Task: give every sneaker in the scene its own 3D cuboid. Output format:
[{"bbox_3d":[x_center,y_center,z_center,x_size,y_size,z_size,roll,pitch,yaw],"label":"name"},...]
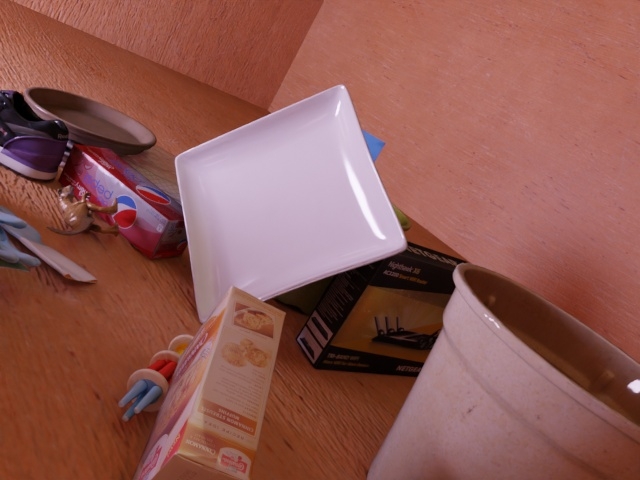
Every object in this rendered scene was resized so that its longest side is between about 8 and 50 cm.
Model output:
[{"bbox_3d":[-0.588,-0.226,0.926,0.283,0.124,0.107,27,16,-13],"label":"sneaker"}]

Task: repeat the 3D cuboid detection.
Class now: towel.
[{"bbox_3d":[-0.418,-0.174,1.202,0.331,0.053,0.317,26,17,-18],"label":"towel"}]

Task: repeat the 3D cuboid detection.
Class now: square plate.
[{"bbox_3d":[-0.067,-0.066,0.878,0.049,0.344,0.347,53,18,-60],"label":"square plate"}]

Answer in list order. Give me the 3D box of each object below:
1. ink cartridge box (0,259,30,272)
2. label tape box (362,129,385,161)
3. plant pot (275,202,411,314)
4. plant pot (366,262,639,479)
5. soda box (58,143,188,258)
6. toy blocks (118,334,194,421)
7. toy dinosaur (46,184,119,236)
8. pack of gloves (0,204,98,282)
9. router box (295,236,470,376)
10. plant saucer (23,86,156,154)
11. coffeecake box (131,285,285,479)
[{"bbox_3d":[-0.435,0.013,0.556,0.109,0.062,0.209,35,-3,14],"label":"ink cartridge box"},{"bbox_3d":[-0.014,-0.172,1.393,0.240,0.334,0.106,31,16,1],"label":"label tape box"},{"bbox_3d":[0.000,0.000,1.059,0.276,0.254,0.276,28,17,-10],"label":"plant pot"},{"bbox_3d":[0.223,0.245,0.635,0.333,0.305,0.334,29,17,-9],"label":"plant pot"},{"bbox_3d":[-0.355,-0.074,0.959,0.263,0.083,0.092,36,16,19],"label":"soda box"},{"bbox_3d":[-0.157,0.180,0.609,0.123,0.054,0.148,31,17,3],"label":"toy blocks"},{"bbox_3d":[-0.388,-0.032,0.850,0.112,0.064,0.211,-2,22,-29],"label":"toy dinosaur"},{"bbox_3d":[-0.418,-0.033,0.685,0.232,0.046,0.195,34,-4,11],"label":"pack of gloves"},{"bbox_3d":[0.141,0.127,0.953,0.308,0.243,0.081,16,22,-40],"label":"router box"},{"bbox_3d":[-0.501,-0.258,1.144,0.278,0.041,0.278,25,16,-8],"label":"plant saucer"},{"bbox_3d":[-0.108,0.161,0.501,0.068,0.142,0.185,29,35,-15],"label":"coffeecake box"}]
